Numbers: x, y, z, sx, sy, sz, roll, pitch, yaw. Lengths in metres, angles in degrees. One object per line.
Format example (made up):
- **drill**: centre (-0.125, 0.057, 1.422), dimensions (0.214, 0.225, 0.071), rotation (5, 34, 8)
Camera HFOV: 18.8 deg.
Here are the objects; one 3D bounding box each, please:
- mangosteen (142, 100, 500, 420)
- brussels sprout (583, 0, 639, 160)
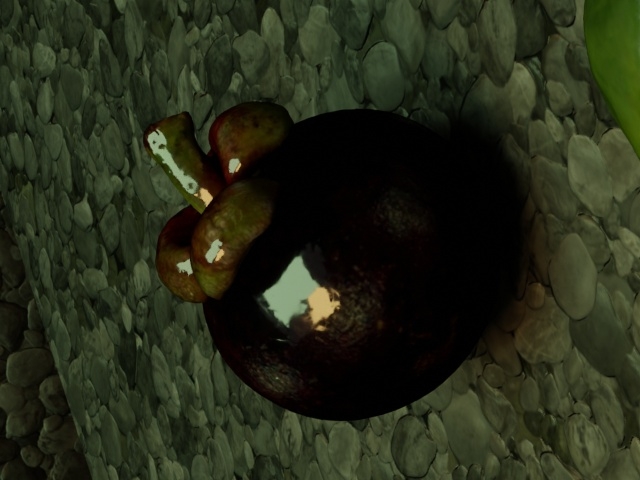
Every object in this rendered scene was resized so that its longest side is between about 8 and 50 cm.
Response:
- **mangosteen**: centre (0.000, 0.000, 2.221), dimensions (0.382, 0.435, 0.382), rotation (-33, 34, 26)
- **brussels sprout**: centre (0.386, -0.178, 1.629), dimensions (0.315, 0.276, 0.371), rotation (7, 111, 48)
